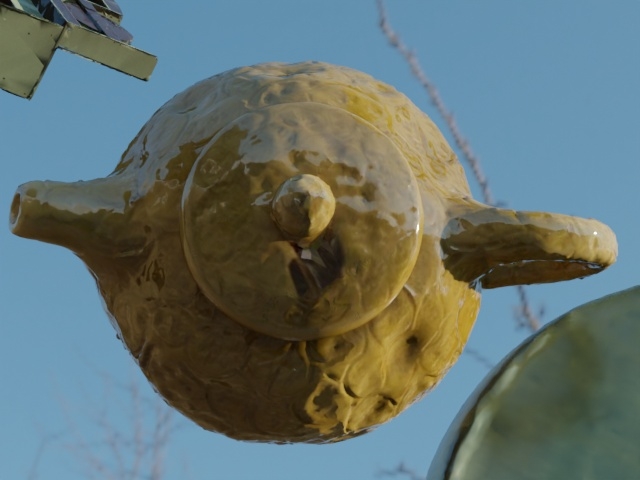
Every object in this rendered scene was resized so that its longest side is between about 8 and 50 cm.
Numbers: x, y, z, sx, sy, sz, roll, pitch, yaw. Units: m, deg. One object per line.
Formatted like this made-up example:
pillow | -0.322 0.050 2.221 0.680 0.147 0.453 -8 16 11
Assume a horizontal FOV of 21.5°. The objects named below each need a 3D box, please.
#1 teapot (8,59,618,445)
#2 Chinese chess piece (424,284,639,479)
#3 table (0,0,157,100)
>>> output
teapot | 0.000 0.000 0.857 0.311 0.203 0.167 3 -13 -4
Chinese chess piece | 0.221 0.184 0.887 0.349 0.349 0.146 8 -38 11
table | -0.216 -0.154 1.154 0.175 0.146 0.062 21 -73 -32
